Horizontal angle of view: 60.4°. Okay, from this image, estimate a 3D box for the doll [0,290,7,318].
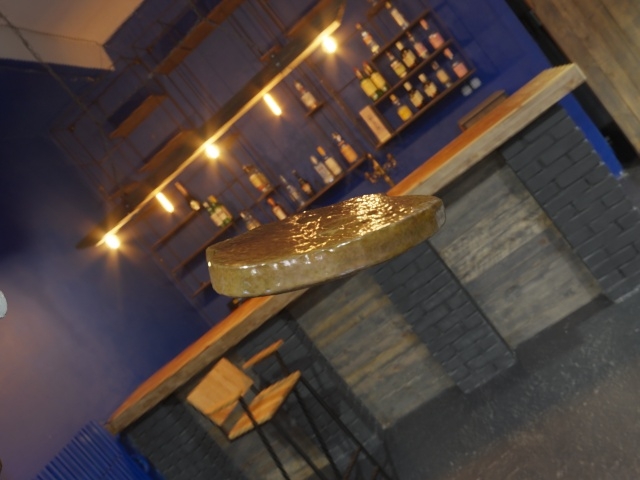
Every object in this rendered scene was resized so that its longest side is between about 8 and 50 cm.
[{"bbox_3d":[-0.739,0.193,1.093,0.257,0.161,0.215,-42,5,21],"label":"doll"}]

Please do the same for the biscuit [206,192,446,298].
[{"bbox_3d":[0.000,0.002,0.636,0.272,0.049,0.257,-17,12,-20],"label":"biscuit"}]

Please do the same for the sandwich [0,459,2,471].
[{"bbox_3d":[-0.521,0.345,0.649,0.244,0.063,0.212,-13,-33,-44],"label":"sandwich"}]
